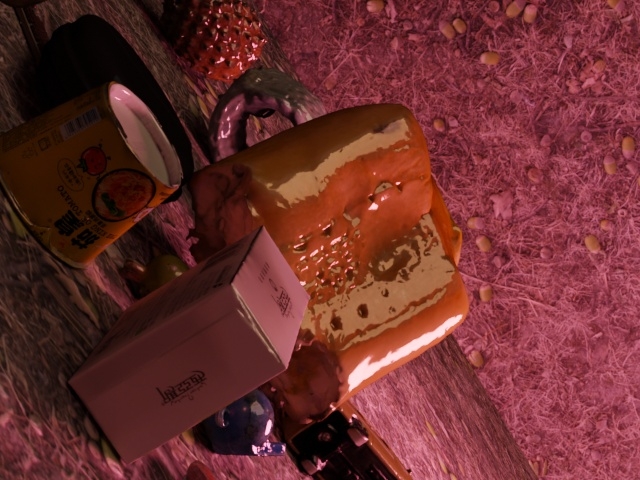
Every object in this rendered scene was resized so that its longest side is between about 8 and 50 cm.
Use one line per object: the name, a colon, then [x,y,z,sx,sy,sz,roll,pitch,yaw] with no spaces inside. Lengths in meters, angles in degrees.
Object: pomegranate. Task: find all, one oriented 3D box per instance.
pomegranate: [-0.193,0.053,1.533,0.085,0.073,0.073,-2,53,-34]

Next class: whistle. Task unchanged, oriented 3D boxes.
whistle: [-0.089,0.210,1.502,0.090,0.090,0.158,62,11,17]

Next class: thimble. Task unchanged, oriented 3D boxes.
thimble: [-0.088,-0.178,2.242,0.172,0.205,0.250,-59,134,-71]

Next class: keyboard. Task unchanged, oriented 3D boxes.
keyboard: [-0.379,-0.280,1.713,0.166,0.017,0.055,64,12,27]

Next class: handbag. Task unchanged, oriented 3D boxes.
handbag: [-0.252,-0.165,1.639,0.253,0.093,0.308,53,7,-22]

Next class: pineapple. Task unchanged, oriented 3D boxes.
pineapple: [-0.256,-0.446,2.386,0.361,0.175,0.175,40,20,-35]

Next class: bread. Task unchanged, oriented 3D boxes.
bread: [0.020,0.010,1.767,0.394,0.250,0.361,-29,104,-37]

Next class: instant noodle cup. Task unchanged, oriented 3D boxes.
instant noodle cup: [-0.248,-0.081,1.417,0.182,0.144,0.182,56,11,-17]

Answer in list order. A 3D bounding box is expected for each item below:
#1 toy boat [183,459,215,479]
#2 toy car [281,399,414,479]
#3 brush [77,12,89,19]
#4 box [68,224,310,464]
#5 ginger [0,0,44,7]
toy boat: [-0.101,0.285,1.376,0.122,0.034,0.096,40,27,-63]
toy car: [0.051,0.309,1.809,0.256,0.101,0.124,51,10,-28]
brush: [-0.276,-0.198,1.857,0.323,0.051,0.070,62,14,16]
box: [-0.127,0.099,1.340,0.111,0.194,0.260,57,12,-11]
ginger: [-0.418,-0.407,1.515,0.244,0.155,0.304,62,12,28]
